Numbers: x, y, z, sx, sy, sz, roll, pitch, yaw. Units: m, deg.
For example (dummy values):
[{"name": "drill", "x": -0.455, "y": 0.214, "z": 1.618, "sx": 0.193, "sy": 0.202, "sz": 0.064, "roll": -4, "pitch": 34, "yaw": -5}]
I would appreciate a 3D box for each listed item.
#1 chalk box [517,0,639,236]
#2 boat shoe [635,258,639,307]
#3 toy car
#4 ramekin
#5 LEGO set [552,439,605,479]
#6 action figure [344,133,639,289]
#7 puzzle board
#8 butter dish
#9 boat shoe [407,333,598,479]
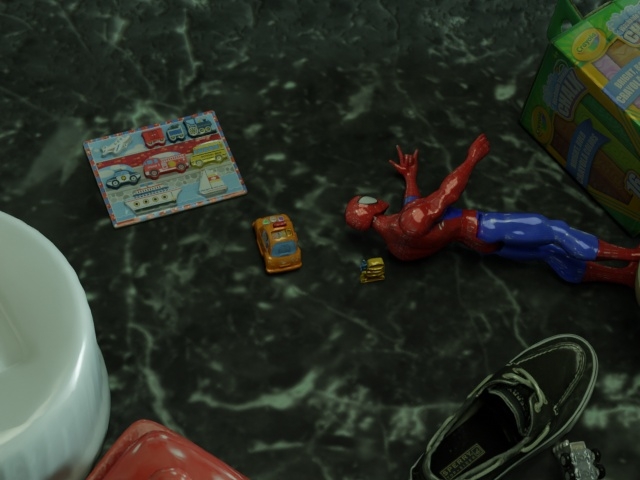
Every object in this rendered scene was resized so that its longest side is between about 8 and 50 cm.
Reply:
[{"name": "chalk box", "x": 0.280, "y": -0.138, "z": 1.606, "sx": 0.132, "sy": 0.132, "sz": 0.213, "roll": -33, "pitch": 67, "yaw": -25}, {"name": "boat shoe", "x": 0.358, "y": -0.067, "z": 1.464, "sx": 0.109, "sy": 0.098, "sz": 0.302, "roll": 22, "pitch": 83, "yaw": -31}, {"name": "toy car", "x": 0.000, "y": 0.000, "z": 1.534, "sx": 0.122, "sy": 0.040, "sz": 0.060, "roll": 4, "pitch": 58, "yaw": -5}, {"name": "ramekin", "x": -0.307, "y": 0.101, "z": 1.373, "sx": 0.277, "sy": 0.135, "sz": 0.277, "roll": 3, "pitch": 58, "yaw": -5}, {"name": "LEGO set", "x": 0.232, "y": 0.279, "z": 1.404, "sx": 0.182, "sy": 0.060, "sz": 0.244, "roll": 38, "pitch": 61, "yaw": 2}, {"name": "action figure", "x": 0.162, "y": -0.038, "z": 1.552, "sx": 0.280, "sy": 0.091, "sz": 0.139, "roll": 5, "pitch": 64, "yaw": -6}, {"name": "puzzle board", "x": -0.142, "y": -0.067, "z": 1.574, "sx": 0.128, "sy": 0.011, "sz": 0.096, "roll": -16, "pitch": 61, "yaw": -16}, {"name": "butter dish", "x": -0.119, "y": 0.214, "z": 1.338, "sx": 0.160, "sy": 0.118, "sz": 0.160, "roll": 32, "pitch": 59, "yaw": 11}, {"name": "boat shoe", "x": 0.163, "y": 0.147, "z": 1.447, "sx": 0.078, "sy": 0.070, "sz": 0.219, "roll": 40, "pitch": 62, "yaw": 17}]
